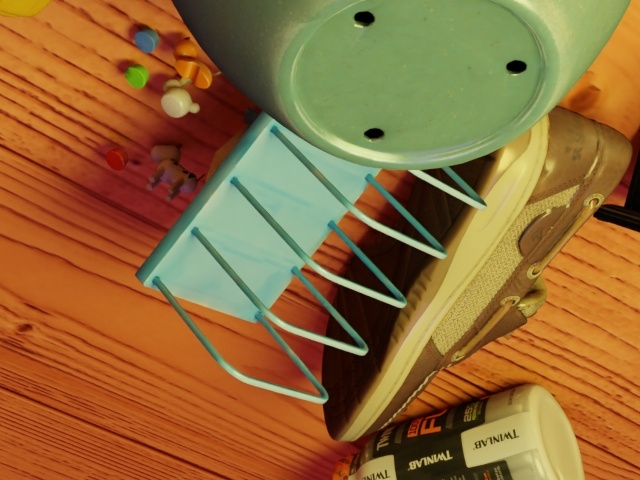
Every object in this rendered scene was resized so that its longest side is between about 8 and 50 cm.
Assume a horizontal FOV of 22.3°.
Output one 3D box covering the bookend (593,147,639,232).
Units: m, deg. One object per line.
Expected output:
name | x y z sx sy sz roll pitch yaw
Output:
bookend | 0.257 -0.069 1.020 0.072 0.156 0.157 13 96 -20

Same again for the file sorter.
file sorter | 0.000 0.000 0.985 0.170 0.104 0.118 -52 145 11

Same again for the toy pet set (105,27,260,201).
toy pet set | -0.066 -0.077 1.039 0.114 0.065 0.122 34 138 10

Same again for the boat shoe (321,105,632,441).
boat shoe | 0.102 0.033 1.129 0.123 0.123 0.342 11 134 -19

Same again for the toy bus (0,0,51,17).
toy bus | -0.270 -0.195 0.791 0.332 0.130 0.108 24 136 -30

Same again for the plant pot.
plant pot | 0.042 -0.151 0.815 0.290 0.195 0.290 -1 143 -1

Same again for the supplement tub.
supplement tub | 0.113 0.198 1.344 0.190 0.117 0.117 -20 139 21
